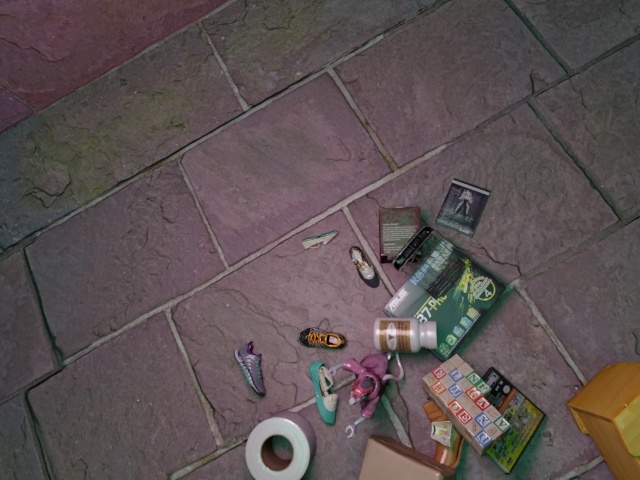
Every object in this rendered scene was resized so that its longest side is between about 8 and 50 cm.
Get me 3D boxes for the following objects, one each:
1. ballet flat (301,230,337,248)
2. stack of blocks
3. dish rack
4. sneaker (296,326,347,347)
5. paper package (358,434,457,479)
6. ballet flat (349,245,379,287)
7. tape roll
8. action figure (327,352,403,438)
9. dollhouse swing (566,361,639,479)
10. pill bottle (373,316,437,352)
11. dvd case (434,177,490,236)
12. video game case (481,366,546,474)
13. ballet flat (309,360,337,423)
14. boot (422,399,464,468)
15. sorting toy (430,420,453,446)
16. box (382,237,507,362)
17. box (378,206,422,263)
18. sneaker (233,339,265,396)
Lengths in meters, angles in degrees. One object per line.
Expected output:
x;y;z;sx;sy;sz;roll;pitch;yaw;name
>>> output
0.000;0.000;1.843;0.168;0.057;0.053;-15;102;8;ballet flat
0.527;0.578;1.486;0.171;0.087;0.297;-28;46;-16;stack of blocks
0.424;0.093;1.589;0.271;0.074;0.208;40;94;-9;dish rack
0.002;0.404;1.719;0.214;0.083;0.084;1;78;10;sneaker
0.284;0.902;1.442;0.309;0.168;0.325;5;74;45;paper package
0.182;0.110;1.771;0.074;0.074;0.203;-30;74;0;ballet flat
-0.147;0.798;1.598;0.245;0.169;0.247;-2;75;8;tape roll
0.186;0.537;1.506;0.275;0.370;0.248;-22;73;4;action figure
1.056;0.625;1.363;0.315;0.347;0.305;-41;73;-3;dollhouse swing
0.323;0.356;1.569;0.228;0.131;0.131;-3;75;18;pill bottle
0.613;-0.145;1.795;0.164;0.018;0.222;23;81;15;dvd case
0.658;0.655;1.533;0.248;0.035;0.274;43;64;16;video game case
0.021;0.602;1.656;0.087;0.083;0.248;-35;66;42;ballet flat
0.453;0.717;1.555;0.283;0.109;0.220;-36;75;-4;boot
0.438;0.693;1.503;0.075;0.045;0.084;7;69;16;sorting toy
0.495;0.237;1.677;0.318;0.097;0.395;40;87;18;box
0.329;-0.018;1.729;0.168;0.167;0.204;-1;76;8;box
-0.271;0.531;1.731;0.098;0.083;0.224;-33;73;-6;sneaker
